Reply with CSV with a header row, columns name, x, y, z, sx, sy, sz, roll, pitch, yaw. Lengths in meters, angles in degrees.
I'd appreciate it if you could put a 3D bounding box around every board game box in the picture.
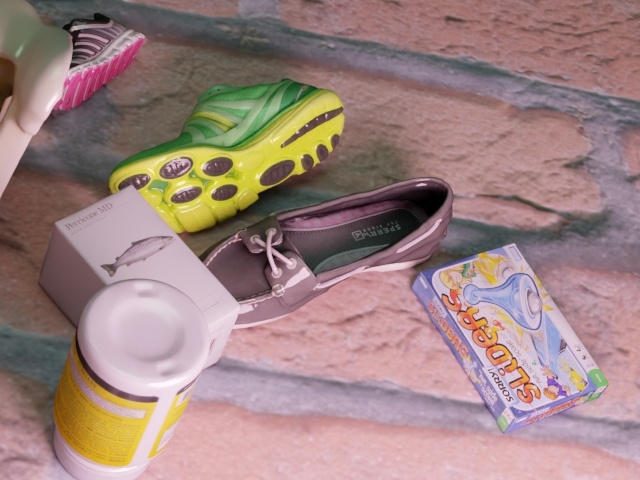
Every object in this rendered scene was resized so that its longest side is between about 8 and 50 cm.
name,x,y,z,sx,sy,sz,roll,pitch,yaw
board game box,0.207,0.105,1.799,0.136,0.035,0.201,-17,61,-31

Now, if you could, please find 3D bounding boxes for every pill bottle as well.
name,x,y,z,sx,sy,sz,roll,pitch,yaw
pill bottle,-0.182,0.138,1.512,0.119,0.208,0.119,11,51,-14

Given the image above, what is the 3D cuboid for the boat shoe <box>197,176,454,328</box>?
name,x,y,z,sx,sy,sz,roll,pitch,yaw
boat shoe,0.000,0.000,1.762,0.335,0.095,0.112,-17,62,-31

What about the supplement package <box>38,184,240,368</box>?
name,x,y,z,sx,sy,sz,roll,pitch,yaw
supplement package,-0.184,0.054,1.645,0.105,0.105,0.179,-31,69,-35

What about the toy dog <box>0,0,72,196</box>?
name,x,y,z,sx,sy,sz,roll,pitch,yaw
toy dog,-0.475,-0.204,1.589,0.408,0.284,0.395,23,32,-21

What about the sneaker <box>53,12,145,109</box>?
name,x,y,z,sx,sy,sz,roll,pitch,yaw
sneaker,-0.275,-0.207,1.843,0.075,0.063,0.170,37,45,9

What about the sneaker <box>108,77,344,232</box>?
name,x,y,z,sx,sy,sz,roll,pitch,yaw
sneaker,-0.112,-0.099,1.811,0.295,0.109,0.123,-25,40,-30
